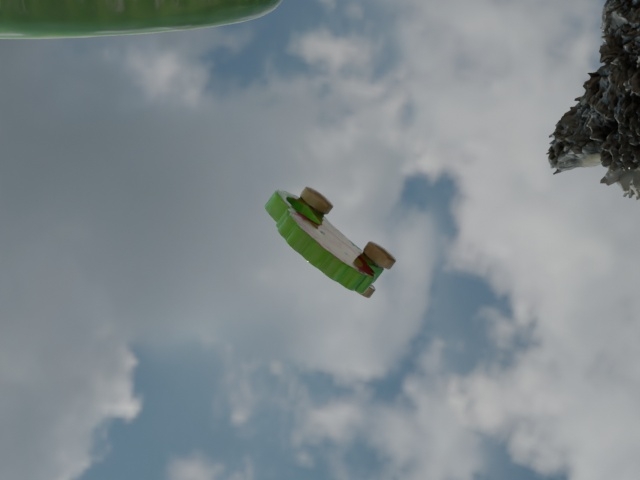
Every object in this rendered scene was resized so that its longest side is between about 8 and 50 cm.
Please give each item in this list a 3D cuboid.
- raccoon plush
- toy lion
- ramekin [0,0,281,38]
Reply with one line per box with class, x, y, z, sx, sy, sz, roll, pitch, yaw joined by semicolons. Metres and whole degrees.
raccoon plush;0.276;-0.156;1.302;0.299;0.446;0.216;24;-113;32
toy lion;0.000;0.000;1.207;0.100;0.096;0.034;42;-78;26
ramekin;-0.158;-0.218;1.193;0.303;0.148;0.303;-2;-167;0
